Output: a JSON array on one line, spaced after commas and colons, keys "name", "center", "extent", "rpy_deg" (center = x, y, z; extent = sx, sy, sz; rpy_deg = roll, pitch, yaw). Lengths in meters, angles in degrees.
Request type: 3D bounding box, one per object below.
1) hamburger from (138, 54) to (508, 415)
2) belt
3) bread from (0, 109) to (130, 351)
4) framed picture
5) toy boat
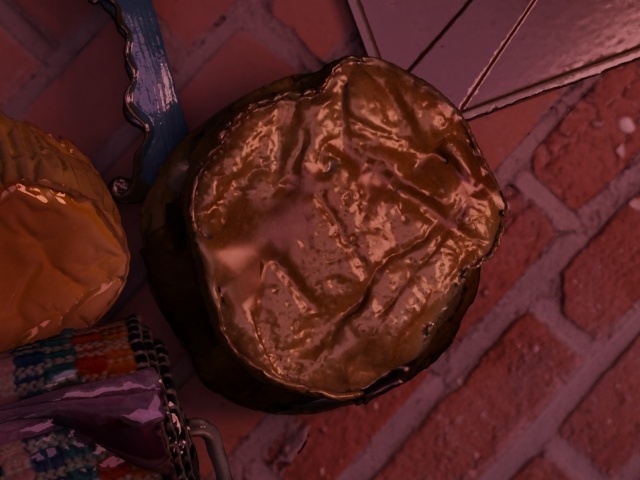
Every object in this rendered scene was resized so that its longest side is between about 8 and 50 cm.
[{"name": "hamburger", "center": [0.002, 0.002, 1.243], "extent": [0.285, 0.134, 0.265], "rpy_deg": [-27, 88, -10]}, {"name": "belt", "center": [-0.152, 0.176, 1.166], "extent": [0.160, 0.207, 0.295], "rpy_deg": [-15, 130, -5]}, {"name": "bread", "center": [-0.278, 0.018, 1.207], "extent": [0.250, 0.133, 0.179], "rpy_deg": [-42, 123, 7]}, {"name": "framed picture", "center": [0.166, -0.227, 1.309], "extent": [0.290, 0.020, 0.211], "rpy_deg": [-20, 90, -4]}, {"name": "toy boat", "center": [-0.159, -0.125, 1.262], "extent": [0.077, 0.075, 0.185], "rpy_deg": [-15, 94, -6]}]
